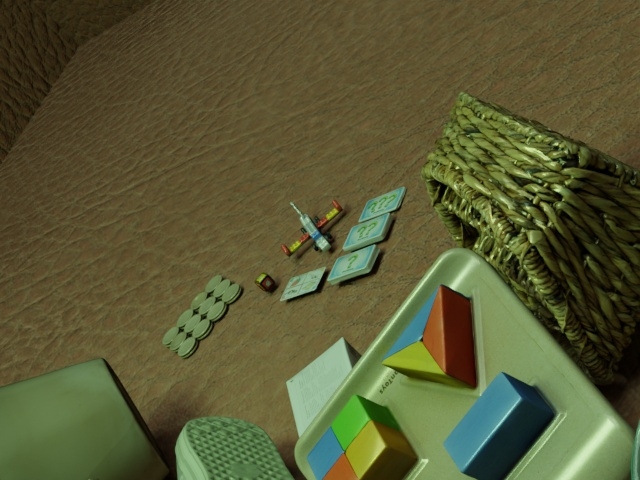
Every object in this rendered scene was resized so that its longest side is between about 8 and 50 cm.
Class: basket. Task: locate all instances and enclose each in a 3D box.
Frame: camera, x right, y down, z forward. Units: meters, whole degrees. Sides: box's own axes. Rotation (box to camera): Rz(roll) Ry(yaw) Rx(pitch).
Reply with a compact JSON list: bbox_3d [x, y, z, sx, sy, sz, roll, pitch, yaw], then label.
[{"bbox_3d":[0.211,-0.013,1.368,0.223,0.214,0.299,-65,22,10],"label":"basket"}]

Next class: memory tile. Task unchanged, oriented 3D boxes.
[{"bbox_3d":[-0.190,0.121,2.059,0.148,0.012,0.113,-51,27,-11],"label":"memory tile"}]

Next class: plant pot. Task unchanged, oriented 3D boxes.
[{"bbox_3d":[-0.373,0.313,1.768,0.280,0.323,0.323,-30,25,-7],"label":"plant pot"}]

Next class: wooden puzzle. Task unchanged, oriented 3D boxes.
[{"bbox_3d":[0.113,0.206,1.275,0.322,0.080,0.348,-53,37,13],"label":"wooden puzzle"}]

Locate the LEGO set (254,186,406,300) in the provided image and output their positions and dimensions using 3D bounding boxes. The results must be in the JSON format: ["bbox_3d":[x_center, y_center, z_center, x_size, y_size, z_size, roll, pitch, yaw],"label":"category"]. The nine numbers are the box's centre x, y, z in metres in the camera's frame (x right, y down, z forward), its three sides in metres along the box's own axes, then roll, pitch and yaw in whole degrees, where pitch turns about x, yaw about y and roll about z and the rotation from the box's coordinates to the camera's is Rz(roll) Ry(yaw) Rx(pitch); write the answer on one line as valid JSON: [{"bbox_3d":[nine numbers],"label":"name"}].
[{"bbox_3d":[0.000,0.000,1.912,0.244,0.060,0.182,-20,32,41],"label":"LEGO set"}]

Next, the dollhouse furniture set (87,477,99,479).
[{"bbox_3d":[-0.212,0.421,1.261,0.174,0.355,0.303,-45,-12,-1],"label":"dollhouse furniture set"}]

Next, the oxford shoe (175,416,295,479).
[{"bbox_3d":[-0.087,0.338,1.423,0.449,0.169,0.130,-127,46,-70],"label":"oxford shoe"}]

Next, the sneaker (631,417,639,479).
[{"bbox_3d":[0.353,0.153,1.041,0.295,0.178,0.124,-54,27,-18],"label":"sneaker"}]

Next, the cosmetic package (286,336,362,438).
[{"bbox_3d":[0.027,0.224,1.542,0.099,0.060,0.239,-37,28,11],"label":"cosmetic package"}]
